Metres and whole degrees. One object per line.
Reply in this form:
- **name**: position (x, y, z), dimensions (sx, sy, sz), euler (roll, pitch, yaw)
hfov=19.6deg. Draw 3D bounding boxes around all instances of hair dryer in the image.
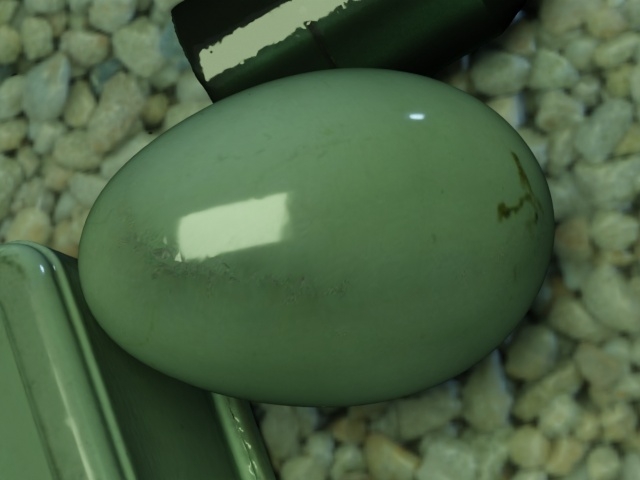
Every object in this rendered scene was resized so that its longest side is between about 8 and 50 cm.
- **hair dryer**: position (0.010, -0.222, 1.136), dimensions (0.244, 0.116, 0.302), euler (-29, 60, 7)

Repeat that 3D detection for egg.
- **egg**: position (0.000, 0.000, 1.000), dimensions (0.264, 0.183, 0.183), euler (-7, 68, -19)

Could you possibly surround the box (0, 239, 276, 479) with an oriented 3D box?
- **box**: position (-0.132, 0.150, 1.026), dimensions (0.175, 0.182, 0.312), euler (-27, 67, 11)
